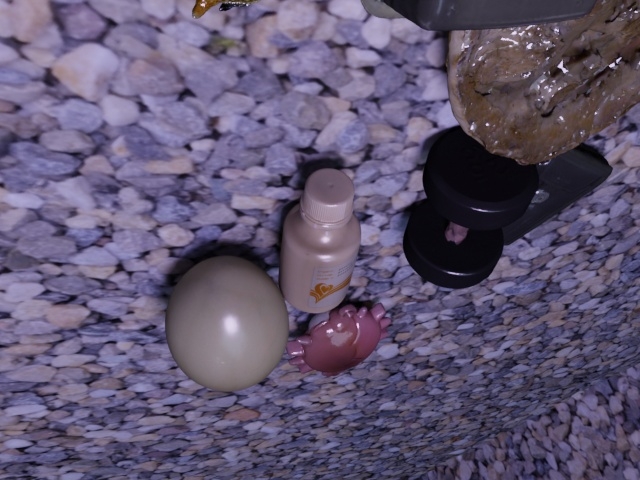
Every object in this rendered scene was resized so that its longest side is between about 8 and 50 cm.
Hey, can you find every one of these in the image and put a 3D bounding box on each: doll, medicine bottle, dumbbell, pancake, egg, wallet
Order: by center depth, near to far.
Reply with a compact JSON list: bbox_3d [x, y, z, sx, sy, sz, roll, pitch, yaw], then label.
[{"bbox_3d":[0.313,-0.255,0.824,0.386,0.082,0.387,-17,143,-13],"label":"pancake"},{"bbox_3d":[0.000,0.000,1.017,0.114,0.114,0.252,-11,147,-14],"label":"medicine bottle"},{"bbox_3d":[0.212,-0.042,1.032,0.152,0.153,0.218,-12,148,-13],"label":"dumbbell"},{"bbox_3d":[-0.139,0.125,1.061,0.185,0.186,0.242,-11,145,-13],"label":"egg"},{"bbox_3d":[0.342,-0.071,1.165,0.168,0.052,0.245,13,138,-37],"label":"wallet"},{"bbox_3d":[0.038,0.197,1.362,0.211,0.093,0.262,-18,148,-9],"label":"doll"}]

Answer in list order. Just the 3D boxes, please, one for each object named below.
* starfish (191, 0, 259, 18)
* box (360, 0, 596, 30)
[{"bbox_3d":[-0.034,-0.282,0.635,0.208,0.053,0.176,-16,139,-18],"label":"starfish"},{"bbox_3d":[0.144,-0.311,0.540,0.220,0.166,0.291,-10,139,-18],"label":"box"}]
